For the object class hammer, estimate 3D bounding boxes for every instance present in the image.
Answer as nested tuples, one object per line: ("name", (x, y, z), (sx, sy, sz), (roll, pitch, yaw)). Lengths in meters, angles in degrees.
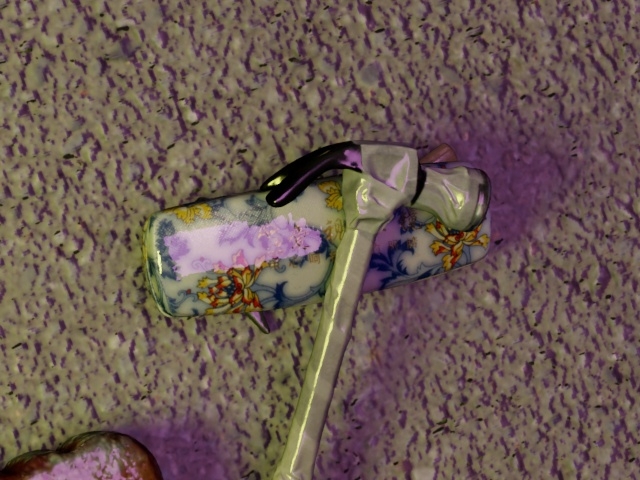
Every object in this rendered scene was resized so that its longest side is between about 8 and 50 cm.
("hammer", (-0.003, 0.139, 1.265), (0.152, 0.044, 0.427), (10, 98, -21))
("hammer", (0.019, -0.008, 1.344), (0.199, 0.013, 0.062), (-33, 97, -16))

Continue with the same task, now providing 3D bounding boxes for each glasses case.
("glasses case", (0.000, 0.000, 1.295), (0.248, 0.065, 0.087), (-11, 97, -18))

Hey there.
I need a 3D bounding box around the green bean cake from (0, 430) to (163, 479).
("green bean cake", (-0.194, 0.241, 1.219), (0.232, 0.097, 0.199), (-25, 93, -17))
